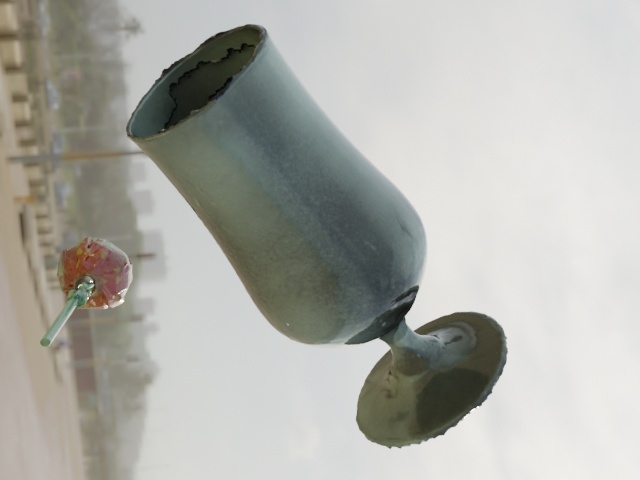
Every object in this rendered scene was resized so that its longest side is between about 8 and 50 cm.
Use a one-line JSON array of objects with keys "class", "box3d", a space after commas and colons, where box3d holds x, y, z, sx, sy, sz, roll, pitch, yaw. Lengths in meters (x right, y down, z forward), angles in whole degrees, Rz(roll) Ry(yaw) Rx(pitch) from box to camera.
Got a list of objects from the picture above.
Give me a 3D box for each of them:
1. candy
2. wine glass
[{"class": "candy", "box3d": [-0.256, 0.060, 1.325, 0.287, 0.084, 0.078, -80, 178, -77]}, {"class": "wine glass", "box3d": [0.000, 0.000, 0.679, 0.231, 0.103, 0.103, 51, 6, -27]}]
